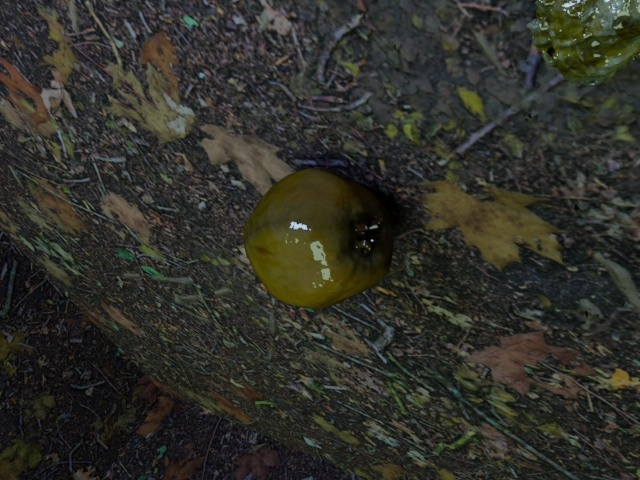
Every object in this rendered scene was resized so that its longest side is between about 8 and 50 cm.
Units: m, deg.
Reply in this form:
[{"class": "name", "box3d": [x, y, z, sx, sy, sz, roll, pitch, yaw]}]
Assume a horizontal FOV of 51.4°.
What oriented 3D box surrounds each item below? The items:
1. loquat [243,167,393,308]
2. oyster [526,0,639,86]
[{"class": "loquat", "box3d": [0.000, 0.000, 0.911, 0.234, 0.176, 0.187, -18, 123, 43]}, {"class": "oyster", "box3d": [0.240, -0.174, 0.549, 0.146, 0.045, 0.121, 16, 161, 31]}]
